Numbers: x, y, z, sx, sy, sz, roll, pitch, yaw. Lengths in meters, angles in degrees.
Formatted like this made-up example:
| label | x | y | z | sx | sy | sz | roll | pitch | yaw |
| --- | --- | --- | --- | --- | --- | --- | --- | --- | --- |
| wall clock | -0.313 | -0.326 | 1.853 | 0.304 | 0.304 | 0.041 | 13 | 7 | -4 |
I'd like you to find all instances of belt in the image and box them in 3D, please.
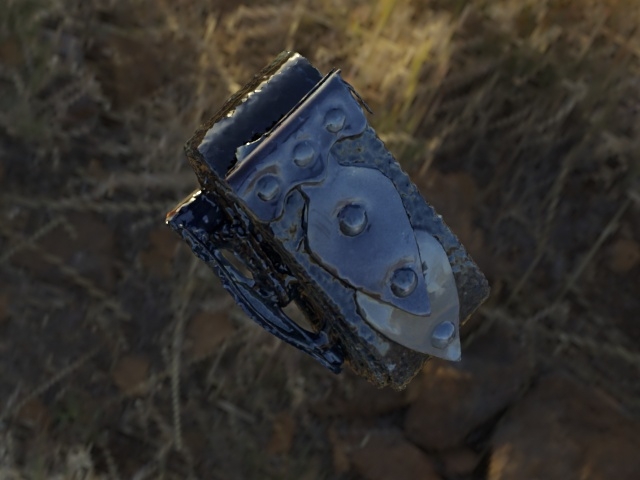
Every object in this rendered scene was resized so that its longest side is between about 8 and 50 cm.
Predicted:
| label | x | y | z | sx | sy | sz | roll | pitch | yaw |
| --- | --- | --- | --- | --- | --- | --- | --- | --- | --- |
| belt | 0.001 | 0.000 | 1.128 | 0.128 | 0.122 | 0.218 | -46 | 121 | -8 |
